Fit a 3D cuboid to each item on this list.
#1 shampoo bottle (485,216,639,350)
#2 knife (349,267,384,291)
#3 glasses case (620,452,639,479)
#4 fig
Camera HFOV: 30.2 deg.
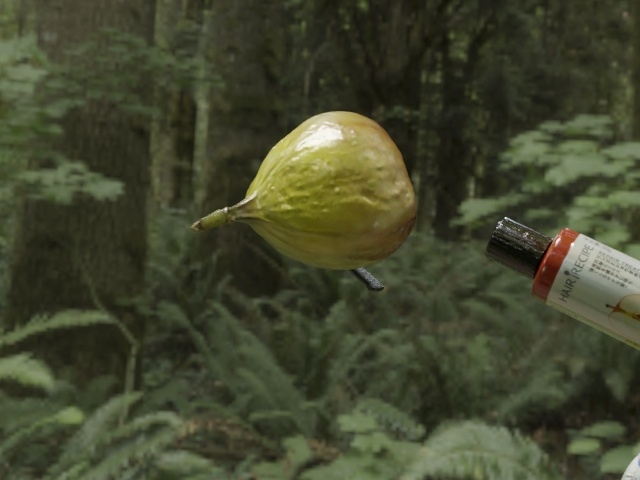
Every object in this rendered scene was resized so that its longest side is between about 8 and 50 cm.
[{"bbox_3d":[0.348,0.053,1.545,0.278,0.104,0.104,26,4,16],"label":"shampoo bottle"},{"bbox_3d":[0.000,0.000,1.275,0.170,0.010,0.023,40,42,5],"label":"knife"},{"bbox_3d":[0.379,0.380,1.352,0.125,0.327,0.076,-11,21,-34],"label":"glasses case"},{"bbox_3d":[-0.022,-0.034,1.131,0.159,0.159,0.257,2,11,45],"label":"fig"}]
